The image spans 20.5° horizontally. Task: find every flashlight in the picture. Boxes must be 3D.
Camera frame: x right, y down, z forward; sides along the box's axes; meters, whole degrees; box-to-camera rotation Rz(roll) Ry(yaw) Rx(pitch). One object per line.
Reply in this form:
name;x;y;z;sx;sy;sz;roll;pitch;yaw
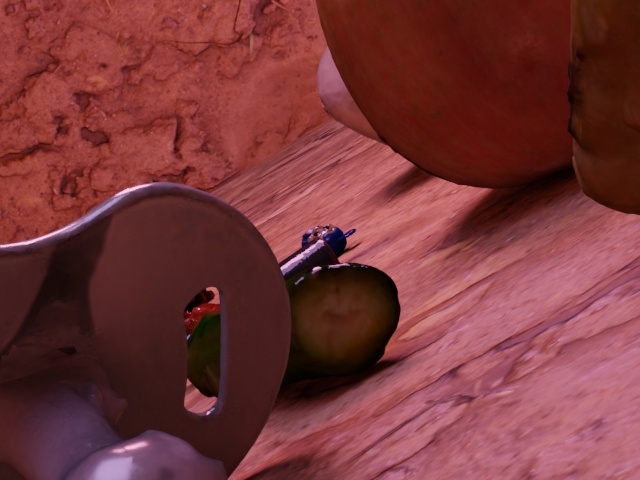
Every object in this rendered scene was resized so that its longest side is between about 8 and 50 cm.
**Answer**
flashlight;0.000;0.000;1.822;0.057;0.035;0.121;-35;7;-9

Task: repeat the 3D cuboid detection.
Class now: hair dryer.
hair dryer;-0.040;0.066;1.527;0.173;0.050;0.195;-37;11;-10

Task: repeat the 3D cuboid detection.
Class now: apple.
apple;0.170;-0.245;1.487;0.391;0.346;0.391;-31;5;3

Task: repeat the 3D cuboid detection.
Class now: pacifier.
pacifier;-0.140;0.126;0.996;0.343;0.288;0.269;-15;33;-26

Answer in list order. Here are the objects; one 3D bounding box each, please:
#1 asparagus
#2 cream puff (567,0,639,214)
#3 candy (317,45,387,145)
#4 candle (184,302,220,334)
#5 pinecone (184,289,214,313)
asparagus;-0.042;0.075;1.303;0.085;0.082;0.343;-41;8;-25
cream puff;0.265;-0.163;0.979;0.257;0.291;0.324;-2;-2;10
candy;0.137;-0.197;1.980;0.295;0.185;0.295;-18;-1;0
candle;-0.080;0.075;1.481;0.048;0.053;0.162;-25;16;-34
pinecone;-0.172;0.072;1.883;0.109;0.102;0.102;-49;14;-30
